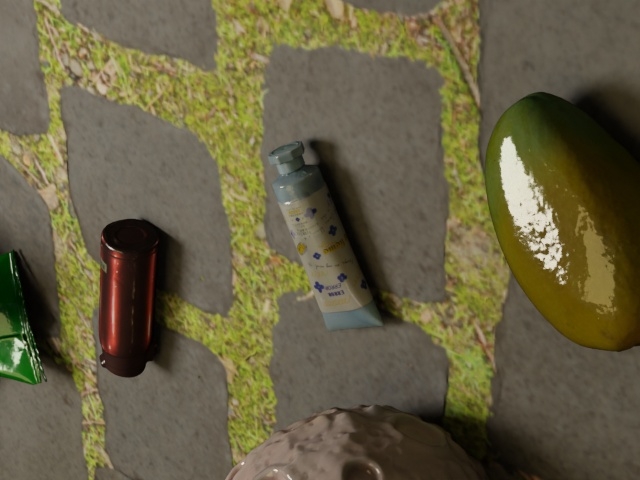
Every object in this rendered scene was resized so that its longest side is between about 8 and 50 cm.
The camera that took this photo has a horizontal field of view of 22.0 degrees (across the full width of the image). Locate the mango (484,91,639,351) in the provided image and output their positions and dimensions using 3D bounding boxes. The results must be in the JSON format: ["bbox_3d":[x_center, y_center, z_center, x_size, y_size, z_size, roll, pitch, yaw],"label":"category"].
[{"bbox_3d":[0.183,-0.013,1.164,0.130,0.092,0.195,-21,93,50],"label":"mango"}]

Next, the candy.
[{"bbox_3d":[-0.377,0.097,1.789,0.203,0.078,0.141,-13,101,43],"label":"candy"}]

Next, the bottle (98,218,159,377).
[{"bbox_3d":[-0.186,0.060,1.596,0.060,0.060,0.164,30,131,29],"label":"bottle"}]

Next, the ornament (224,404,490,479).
[{"bbox_3d":[0.029,0.268,1.378,0.259,0.225,0.259,24,129,34],"label":"ornament"}]

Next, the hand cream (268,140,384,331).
[{"bbox_3d":[0.000,0.000,1.386,0.065,0.043,0.171,-7,110,43],"label":"hand cream"}]
